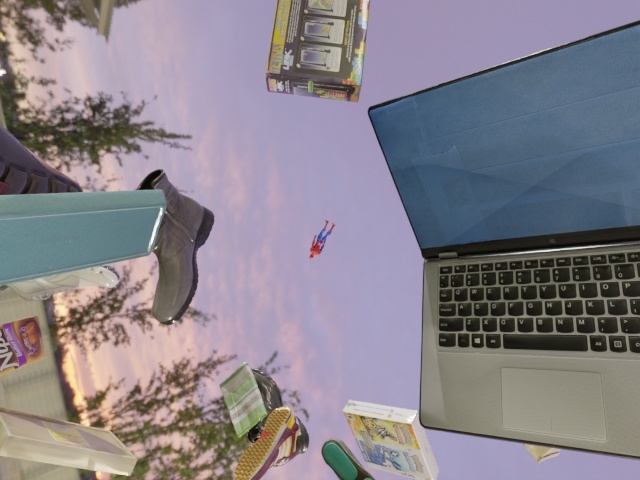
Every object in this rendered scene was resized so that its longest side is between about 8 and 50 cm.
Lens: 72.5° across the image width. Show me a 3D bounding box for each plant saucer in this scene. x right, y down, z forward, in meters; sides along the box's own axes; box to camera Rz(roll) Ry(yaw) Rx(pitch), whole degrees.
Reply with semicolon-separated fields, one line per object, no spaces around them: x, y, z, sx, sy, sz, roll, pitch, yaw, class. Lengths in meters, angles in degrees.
-0.191;-0.001;0.312;0.018;0.192;0.067;33;-69;19;plant saucer

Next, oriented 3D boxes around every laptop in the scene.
0.260;0.027;0.511;0.381;0.236;0.408;-7;-113;35;laptop

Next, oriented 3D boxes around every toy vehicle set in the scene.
-0.538;0.419;0.911;0.165;0.267;0.035;5;-115;46;toy vehicle set

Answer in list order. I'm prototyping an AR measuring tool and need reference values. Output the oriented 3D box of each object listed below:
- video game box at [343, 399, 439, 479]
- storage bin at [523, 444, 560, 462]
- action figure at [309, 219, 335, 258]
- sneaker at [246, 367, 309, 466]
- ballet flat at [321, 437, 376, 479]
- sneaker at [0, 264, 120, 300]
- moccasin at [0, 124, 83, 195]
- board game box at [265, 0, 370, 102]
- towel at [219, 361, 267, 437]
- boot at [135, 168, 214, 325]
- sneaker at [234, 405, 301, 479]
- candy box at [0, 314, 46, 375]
0.172;0.489;1.065;0.187;0.048;0.205;-7;-64;34;video game box
0.489;0.361;1.035;0.123;0.262;0.260;-45;-129;14;storage bin
0.000;0.000;1.191;0.115;0.038;0.030;-61;-153;6;action figure
-0.156;0.467;1.171;0.286;0.130;0.109;45;-54;23;sneaker
0.085;0.527;0.958;0.072;0.068;0.213;-44;-116;1;ballet flat
-0.617;0.085;1.008;0.110;0.291;0.119;127;-28;-81;sneaker
-0.422;-0.108;0.472;0.380;0.146;0.139;62;51;-80;moccasin
-0.001;-0.302;0.661;0.048;0.140;0.171;93;4;-77;board game box
-0.201;0.403;1.113;0.113;0.023;0.152;-45;-128;17;towel
-0.396;0.017;1.058;0.118;0.222;0.338;-5;-116;25;boot
-0.092;0.420;0.856;0.069;0.185;0.084;-16;-72;36;sneaker
-0.710;0.240;0.971;0.186;0.053;0.109;-18;99;-80;candy box
